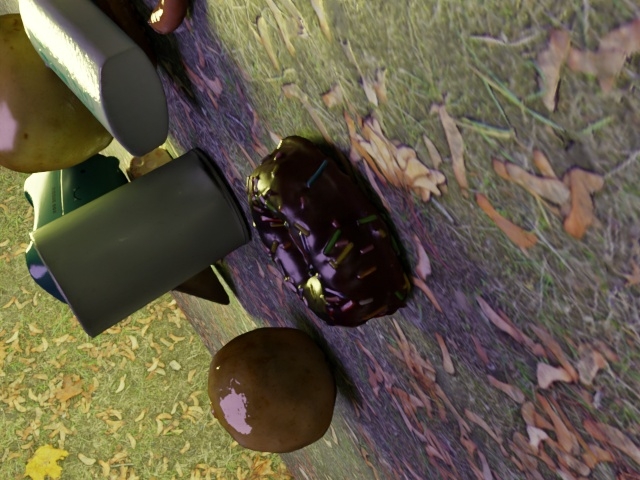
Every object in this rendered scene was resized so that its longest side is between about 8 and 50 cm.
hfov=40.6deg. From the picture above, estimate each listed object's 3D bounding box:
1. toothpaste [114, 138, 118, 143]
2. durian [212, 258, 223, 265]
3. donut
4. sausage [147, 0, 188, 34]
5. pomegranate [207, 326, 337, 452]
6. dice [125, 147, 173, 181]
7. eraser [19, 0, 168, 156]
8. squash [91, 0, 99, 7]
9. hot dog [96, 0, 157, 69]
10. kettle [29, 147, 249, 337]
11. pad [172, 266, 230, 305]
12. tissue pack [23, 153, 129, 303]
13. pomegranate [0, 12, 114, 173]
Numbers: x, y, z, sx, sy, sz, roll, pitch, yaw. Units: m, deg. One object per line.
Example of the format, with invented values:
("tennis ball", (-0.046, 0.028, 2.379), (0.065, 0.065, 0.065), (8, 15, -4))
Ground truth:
("toothpaste", (-0.499, -0.287, 2.074), (0.301, 0.048, 0.075), (44, 133, 23))
("durian", (-0.263, -0.021, 1.735), (0.187, 0.153, 0.260), (15, 149, 34))
("donut", (0.000, 0.000, 0.951), (0.235, 0.089, 0.235), (50, 162, 22))
("sausage", (-0.180, -0.293, 1.027), (0.177, 0.047, 0.040), (131, 123, -74))
("pomegranate", (-0.078, 0.250, 1.473), (0.233, 0.233, 0.233), (52, 164, 22))
("dice", (-0.340, -0.129, 1.779), (0.093, 0.091, 0.094), (51, 164, 29))
("eraser", (-0.345, -0.275, 1.317), (0.290, 0.104, 0.189), (44, 153, 35))
("squash", (-0.420, -0.403, 1.430), (0.066, 0.066, 0.252), (52, -165, 22))
("hot dog", (-0.300, -0.331, 1.343), (0.071, 0.045, 0.165), (30, 149, 55))
("kettle", (-0.296, 0.020, 1.492), (0.205, 0.318, 0.265), (39, 157, 50))
("pad", (-0.336, 0.021, 1.941), (0.284, 0.018, 0.286), (54, -166, 28))
("tissue pack", (-0.462, -0.032, 1.729), (0.198, 0.206, 0.287), (60, -166, -53))
("pomegranate", (-0.525, -0.285, 1.618), (0.332, 0.333, 0.332), (52, 164, 22))
